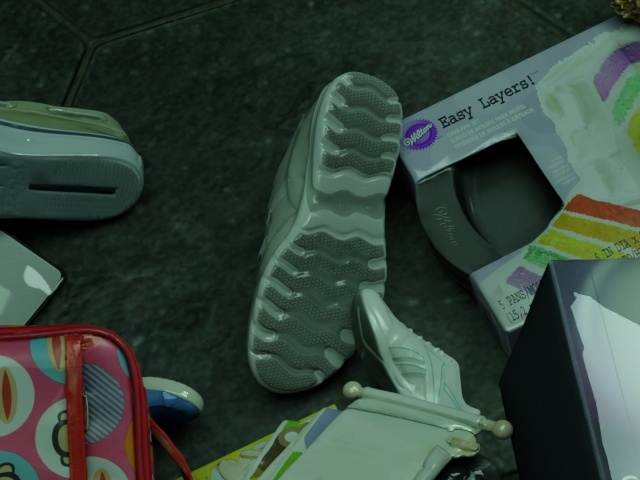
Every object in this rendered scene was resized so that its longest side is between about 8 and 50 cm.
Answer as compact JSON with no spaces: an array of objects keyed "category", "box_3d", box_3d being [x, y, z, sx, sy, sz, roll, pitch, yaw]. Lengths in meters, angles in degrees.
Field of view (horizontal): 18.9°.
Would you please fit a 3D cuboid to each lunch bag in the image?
[{"category":"lunch bag","box_3d":[-0.224,0.211,1.481,0.258,0.120,0.293,-3,85,-13]}]

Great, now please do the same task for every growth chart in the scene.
[{"category":"growth chart","box_3d":[0.007,0.177,1.411,0.172,0.021,0.237,16,41,37]}]

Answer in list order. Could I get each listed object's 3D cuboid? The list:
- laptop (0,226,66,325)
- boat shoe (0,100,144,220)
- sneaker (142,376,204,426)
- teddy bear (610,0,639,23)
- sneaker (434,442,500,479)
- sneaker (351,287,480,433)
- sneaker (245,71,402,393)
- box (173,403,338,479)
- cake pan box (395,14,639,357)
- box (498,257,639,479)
[{"category":"laptop","box_3d":[-0.487,0.038,1.587,0.382,0.236,0.408,34,69,9]},{"category":"boat shoe","box_3d":[-0.308,-0.077,1.715,0.302,0.109,0.094,7,32,-24]},{"category":"sneaker","box_3d":[-0.173,0.162,1.599,0.152,0.058,0.084,-2,52,17]},{"category":"teddy bear","box_3d":[0.375,-0.164,1.621,0.245,0.113,0.338,9,41,-25]},{"category":"sneaker","box_3d":[0.077,0.237,1.404,0.153,0.101,0.268,-16,38,-7]},{"category":"sneaker","box_3d":[0.075,0.104,1.575,0.061,0.053,0.152,-26,81,-20]},{"category":"sneaker","box_3d":[0.000,0.000,1.654,0.105,0.115,0.281,22,75,-17]},{"category":"box","box_3d":[-0.046,0.218,1.547,0.179,0.043,0.105,-24,57,-5]},{"category":"cake pan box","box_3d":[0.214,-0.048,1.642,0.267,0.070,0.245,-25,54,-3]},{"category":"box","box_3d":[0.308,0.172,1.363,0.294,0.182,0.296,-3,55,-10]}]
